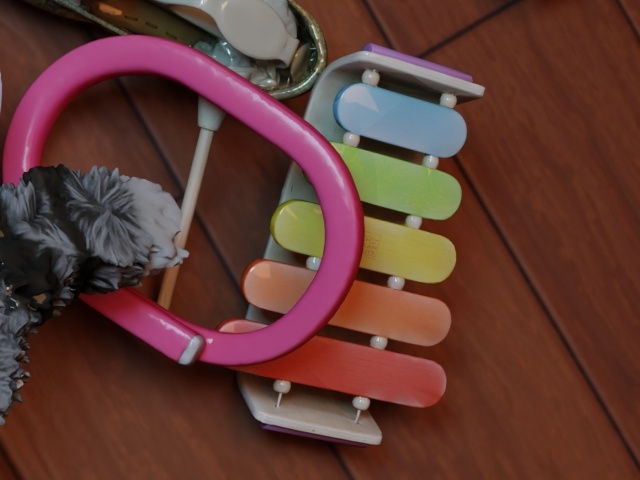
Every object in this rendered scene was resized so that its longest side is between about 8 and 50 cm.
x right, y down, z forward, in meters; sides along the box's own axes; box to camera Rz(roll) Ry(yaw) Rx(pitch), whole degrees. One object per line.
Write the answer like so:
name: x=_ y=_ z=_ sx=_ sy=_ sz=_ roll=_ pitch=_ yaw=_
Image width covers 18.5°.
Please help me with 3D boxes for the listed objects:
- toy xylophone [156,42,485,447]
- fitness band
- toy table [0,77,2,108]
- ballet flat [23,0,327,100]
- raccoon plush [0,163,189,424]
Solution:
toy xylophone: x=0.000 y=0.000 z=1.561 sx=0.236 sy=0.081 sz=0.323 roll=5 pitch=98 yaw=-22
fitness band: x=-0.106 y=-0.030 z=1.494 sx=0.291 sy=0.054 sz=0.209 roll=34 pitch=94 yaw=8
toy table: x=-0.365 y=-0.144 z=1.411 sx=0.252 sy=0.161 sz=0.274 roll=-39 pitch=96 yaw=-30
ballet flat: x=-0.135 y=-0.205 z=1.538 sx=0.348 sy=0.123 sz=0.123 roll=27 pitch=65 yaw=-29
raccoon plush: x=-0.318 y=0.107 z=1.354 sx=0.446 sy=0.299 sz=0.216 roll=-2 pitch=66 yaw=-48
